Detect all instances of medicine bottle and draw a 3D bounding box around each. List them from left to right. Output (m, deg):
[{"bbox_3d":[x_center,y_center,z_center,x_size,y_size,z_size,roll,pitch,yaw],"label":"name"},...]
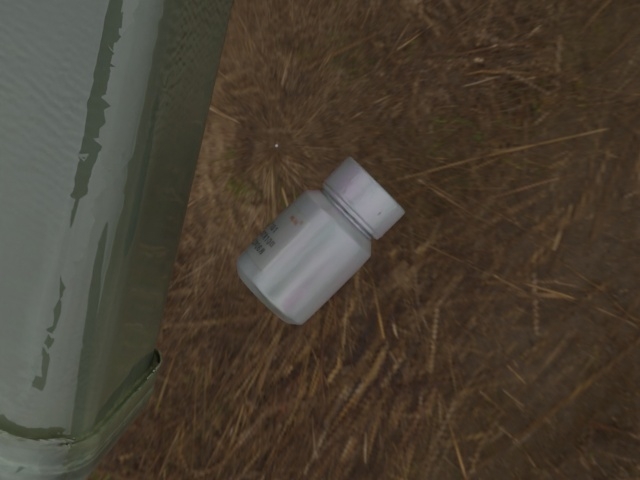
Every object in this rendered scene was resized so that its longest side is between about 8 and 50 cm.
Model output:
[{"bbox_3d":[0.000,0.000,0.633,0.052,0.052,0.089,45,94,-5],"label":"medicine bottle"}]

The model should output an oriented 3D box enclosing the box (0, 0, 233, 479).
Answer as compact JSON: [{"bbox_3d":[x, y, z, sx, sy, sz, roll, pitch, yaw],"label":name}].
[{"bbox_3d":[-0.235,-0.093,0.626,0.352,0.177,0.343,17,104,6],"label":"box"}]
